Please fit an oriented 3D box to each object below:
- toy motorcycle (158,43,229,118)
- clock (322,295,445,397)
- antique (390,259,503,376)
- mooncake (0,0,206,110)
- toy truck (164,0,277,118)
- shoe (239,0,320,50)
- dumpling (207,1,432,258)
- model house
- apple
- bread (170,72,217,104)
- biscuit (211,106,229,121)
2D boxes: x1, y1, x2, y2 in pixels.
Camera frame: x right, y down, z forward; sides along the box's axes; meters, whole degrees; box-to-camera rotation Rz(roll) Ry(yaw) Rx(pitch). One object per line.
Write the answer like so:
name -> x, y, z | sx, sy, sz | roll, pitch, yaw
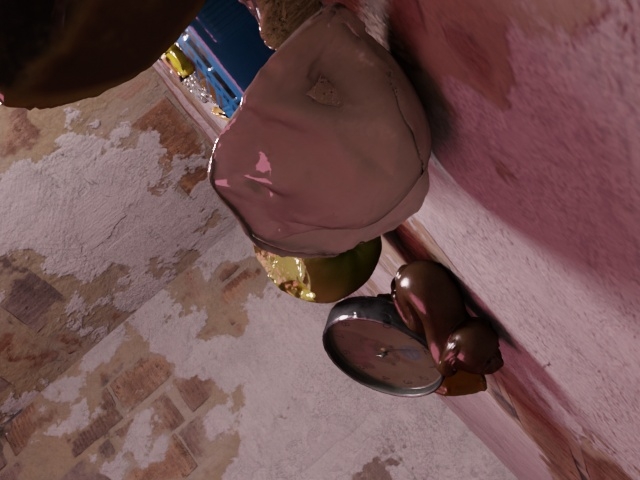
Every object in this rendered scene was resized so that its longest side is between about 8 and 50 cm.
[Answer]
toy motorcycle -> -0.150, -0.284, 1.486 | 0.263, 0.091, 0.157 | 45, 132, -9
clock -> 0.136, 0.226, 1.705 | 0.281, 0.055, 0.280 | 17, 142, 14
antique -> 0.237, 0.145, 1.527 | 0.257, 0.121, 0.143 | 55, 167, 12
mooncake -> -0.310, -0.357, 0.953 | 0.246, 0.394, 0.393 | 48, 176, 23
toy truck -> -0.098, -0.252, 1.251 | 0.385, 0.161, 0.162 | 52, 165, -16
shoe -> -0.067, -0.307, 0.977 | 0.092, 0.089, 0.180 | 45, 171, 26
dumpling -> 0.003, -0.098, 0.958 | 0.181, 0.260, 0.341 | 55, -179, 13
model house -> 0.239, 0.202, 1.809 | 0.268, 0.173, 0.239 | 9, 138, 29
apple -> 0.000, 0.000, 1.702 | 0.279, 0.279, 0.279 | 49, 174, 6
bread -> -0.233, -0.368, 1.735 | 0.165, 0.113, 0.416 | 49, 174, -20
biscuit -> -0.148, -0.263, 1.816 | 0.162, 0.035, 0.250 | 18, -173, 15
